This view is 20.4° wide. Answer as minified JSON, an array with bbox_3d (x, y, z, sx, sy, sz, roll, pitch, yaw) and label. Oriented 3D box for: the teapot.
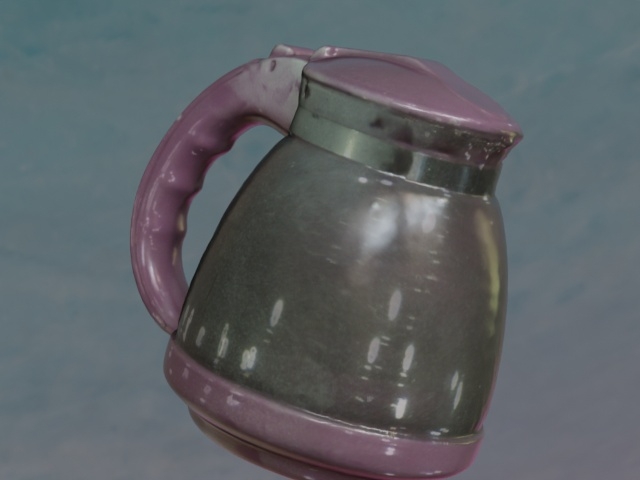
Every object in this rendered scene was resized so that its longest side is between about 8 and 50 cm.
[{"bbox_3d":[0.009,0.002,0.635,0.116,0.148,0.146,12,100,-28],"label":"teapot"}]
